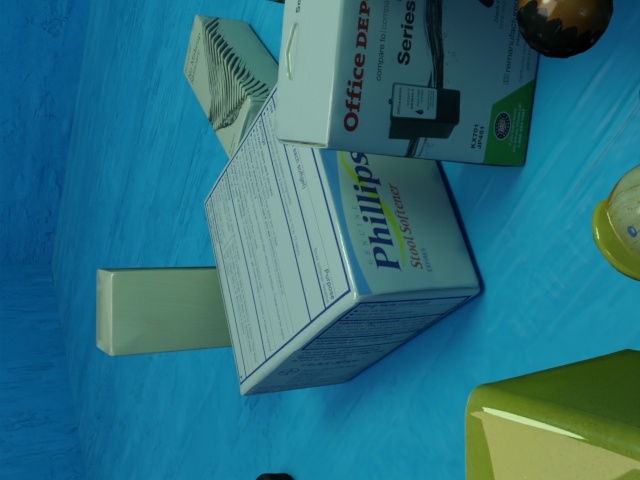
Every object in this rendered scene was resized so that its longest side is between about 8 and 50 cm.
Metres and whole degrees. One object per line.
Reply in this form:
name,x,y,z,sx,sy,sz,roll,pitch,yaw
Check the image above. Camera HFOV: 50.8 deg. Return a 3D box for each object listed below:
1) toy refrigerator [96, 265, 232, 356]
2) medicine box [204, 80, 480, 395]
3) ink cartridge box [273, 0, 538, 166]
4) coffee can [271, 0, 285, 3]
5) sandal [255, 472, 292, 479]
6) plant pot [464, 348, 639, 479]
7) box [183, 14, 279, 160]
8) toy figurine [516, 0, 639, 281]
toy refrigerator,-0.151,0.086,0.893,0.094,0.269,0.102,2,92,60
medicine box,0.000,0.000,0.754,0.289,0.149,0.263,-46,52,50
ink cartridge box,0.076,-0.144,0.564,0.087,0.208,0.153,20,107,58
coffee can,-0.010,-0.326,0.648,0.201,0.275,0.201,1,91,60
sandal,-0.018,0.511,0.851,0.167,0.107,0.445,119,152,-42
plant pot,0.214,0.180,0.348,0.187,0.212,0.212,-2,88,47
box,-0.121,-0.229,1.016,0.275,0.094,0.113,57,137,42
toy figurine,0.214,-0.085,0.330,0.148,0.210,0.213,127,135,-54
